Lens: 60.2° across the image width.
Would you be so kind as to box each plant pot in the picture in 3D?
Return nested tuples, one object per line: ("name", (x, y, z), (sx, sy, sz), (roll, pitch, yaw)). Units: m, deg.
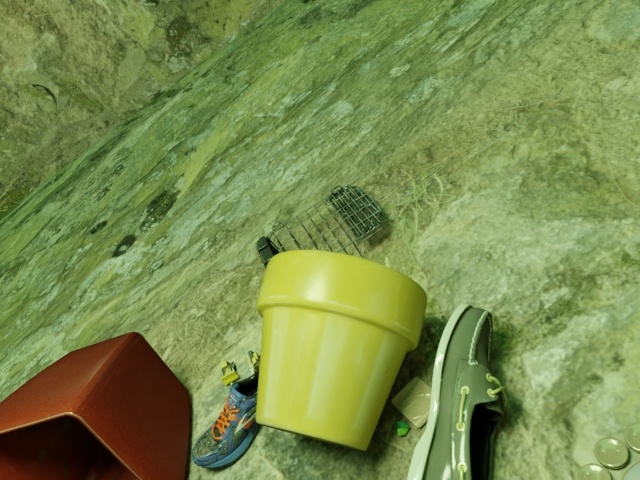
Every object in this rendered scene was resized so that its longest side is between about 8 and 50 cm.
("plant pot", (0.014, 0.171, 0.821), (0.254, 0.254, 0.239), (-2, 65, 37))
("plant pot", (-0.379, 0.318, 0.959), (0.267, 0.267, 0.236), (-19, 27, 21))

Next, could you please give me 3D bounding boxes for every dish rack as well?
("dish rack", (0.000, 0.000, 1.139), (0.271, 0.074, 0.208), (-33, 38, 1))

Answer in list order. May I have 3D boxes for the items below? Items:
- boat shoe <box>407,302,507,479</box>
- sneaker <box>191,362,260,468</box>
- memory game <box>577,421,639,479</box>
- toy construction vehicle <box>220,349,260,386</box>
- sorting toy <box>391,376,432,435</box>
("boat shoe", (0.194, 0.223, 0.719), (0.091, 0.109, 0.305), (-2, 55, 36))
("sneaker", (-0.135, 0.282, 0.925), (0.221, 0.087, 0.083), (-46, 37, -13))
("memory game", (0.373, 0.282, 0.590), (0.186, 0.012, 0.186), (-22, 39, 19))
("toy construction vehicle", (-0.146, 0.245, 1.016), (0.086, 0.035, 0.098), (-31, 37, 7))
("sorting toy", (0.134, 0.247, 0.813), (0.083, 0.012, 0.062), (-41, 42, -12))
